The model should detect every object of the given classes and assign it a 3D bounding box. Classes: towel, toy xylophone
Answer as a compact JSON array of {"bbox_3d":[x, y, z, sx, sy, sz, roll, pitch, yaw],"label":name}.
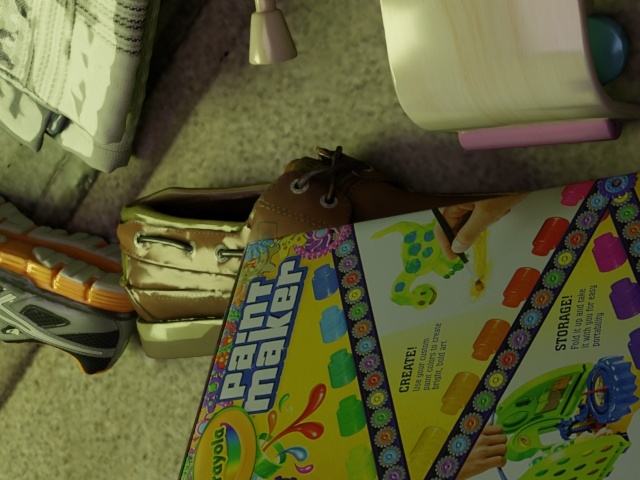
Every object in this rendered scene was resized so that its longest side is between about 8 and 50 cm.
[{"bbox_3d":[-0.222,-0.222,1.000,0.312,0.056,0.324,31,132,17],"label":"towel"},{"bbox_3d":[0.064,-0.201,0.879,0.236,0.081,0.323,6,108,28],"label":"toy xylophone"}]

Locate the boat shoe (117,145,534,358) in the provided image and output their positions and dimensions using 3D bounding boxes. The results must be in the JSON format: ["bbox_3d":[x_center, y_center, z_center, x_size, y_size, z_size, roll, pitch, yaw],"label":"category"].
[{"bbox_3d":[0.000,0.000,0.958,0.307,0.110,0.104,-11,101,30],"label":"boat shoe"}]

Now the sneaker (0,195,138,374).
[{"bbox_3d":[-0.219,0.025,1.103,0.215,0.084,0.083,22,119,20],"label":"sneaker"}]

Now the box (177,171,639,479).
[{"bbox_3d":[0.129,0.131,0.815,0.279,0.177,0.290,-10,138,31],"label":"box"}]
